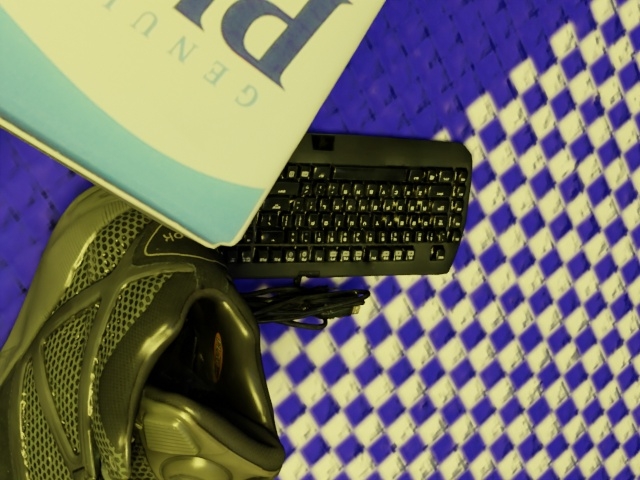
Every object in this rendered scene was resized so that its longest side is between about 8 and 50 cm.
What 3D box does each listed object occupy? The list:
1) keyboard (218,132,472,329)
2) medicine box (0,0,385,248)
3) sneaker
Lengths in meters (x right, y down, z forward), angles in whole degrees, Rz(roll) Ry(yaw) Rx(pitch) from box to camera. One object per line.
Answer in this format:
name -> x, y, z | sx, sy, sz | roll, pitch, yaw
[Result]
keyboard -> 0.000, 0.000, 0.713 | 0.192, 0.038, 0.100 | -1, 107, -34
medicine box -> -0.081, -0.190, 0.517 | 0.263, 0.149, 0.289 | 33, 86, -38
sneaker -> -0.092, 0.099, 0.622 | 0.087, 0.130, 0.228 | 15, 109, -37
